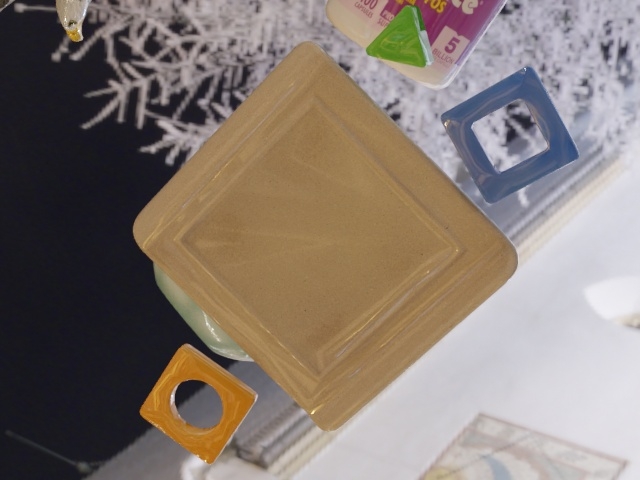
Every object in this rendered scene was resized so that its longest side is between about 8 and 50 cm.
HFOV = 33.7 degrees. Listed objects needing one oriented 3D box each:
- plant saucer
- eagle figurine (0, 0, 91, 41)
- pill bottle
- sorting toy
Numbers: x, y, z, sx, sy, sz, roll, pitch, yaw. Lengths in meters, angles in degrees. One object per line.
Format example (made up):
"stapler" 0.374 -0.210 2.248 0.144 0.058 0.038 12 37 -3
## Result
"plant saucer" -0.148 0.081 1.263 0.037 0.195 0.195 -41 -46 -5
"eagle figurine" -0.255 -0.266 0.959 0.298 0.226 0.225 -9 -71 -19
"pill bottle" 0.150 -0.330 1.147 0.169 0.169 0.301 12 -64 -52
"sorting toy" 0.000 0.000 0.687 0.347 0.196 0.047 -44 -1 19
